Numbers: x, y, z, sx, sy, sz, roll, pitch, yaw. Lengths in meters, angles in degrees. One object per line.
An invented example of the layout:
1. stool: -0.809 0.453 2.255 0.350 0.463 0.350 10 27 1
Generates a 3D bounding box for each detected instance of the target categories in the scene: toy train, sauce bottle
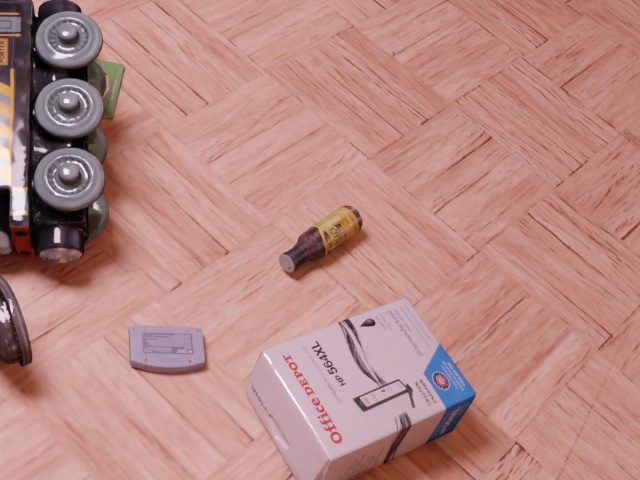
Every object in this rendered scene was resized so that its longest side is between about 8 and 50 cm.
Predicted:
1. toy train: -0.343 -0.130 1.245 0.190 0.142 0.333 -2 69 -9
2. sauce bottle: 0.000 0.000 1.348 0.042 0.042 0.128 41 52 15

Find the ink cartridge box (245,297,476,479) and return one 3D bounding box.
1. ink cartridge box: 0.043 0.168 1.191 0.203 0.086 0.148 -18 60 -32

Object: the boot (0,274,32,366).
1. boot: -0.446 0.087 1.088 0.263 0.091 0.229 36 49 24

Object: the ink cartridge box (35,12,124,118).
1. ink cartridge box: -0.361 -0.235 1.397 0.209 0.062 0.109 11 49 -11

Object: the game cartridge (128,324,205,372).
1. game cartridge: -0.171 0.121 1.201 0.083 0.017 0.056 4 47 -17
